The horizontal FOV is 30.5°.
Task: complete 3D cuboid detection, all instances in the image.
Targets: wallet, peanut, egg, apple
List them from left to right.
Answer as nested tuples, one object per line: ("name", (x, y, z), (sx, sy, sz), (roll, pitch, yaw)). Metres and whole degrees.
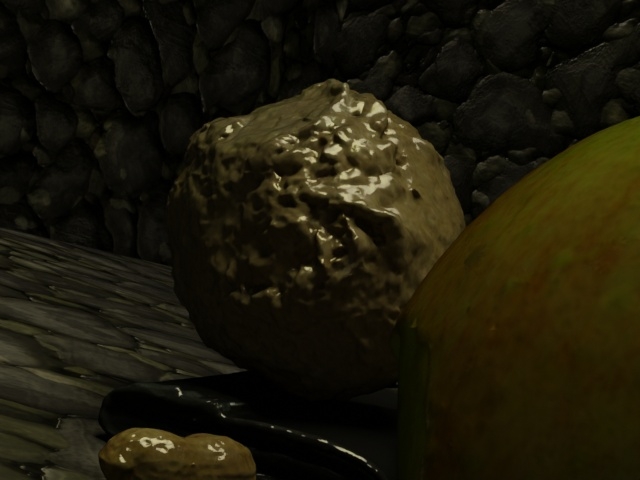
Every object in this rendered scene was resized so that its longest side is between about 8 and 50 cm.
("peanut", (-0.089, 0.144, 0.742), (0.113, 0.054, 0.054), (17, 0, -38))
("wallet", (-0.006, 0.161, 1.024), (0.228, 0.062, 0.406), (17, 0, 16))
("egg", (0.000, 0.000, 1.014), (0.279, 0.279, 0.310), (17, 13, -26))
("apple", (0.191, 0.099, 0.542), (0.340, 0.339, 0.339), (17, 0, 0))
